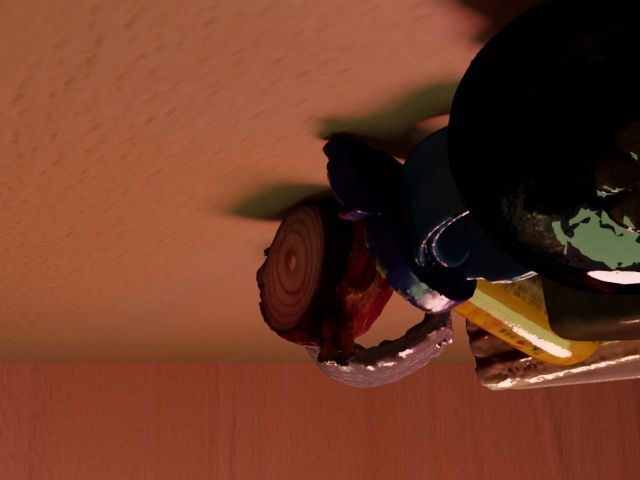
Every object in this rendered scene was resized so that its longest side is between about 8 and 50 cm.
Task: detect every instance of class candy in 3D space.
[{"bbox_3d":[0.418,0.151,1.622,0.320,0.135,0.179,-15,171,22],"label":"candy"}]

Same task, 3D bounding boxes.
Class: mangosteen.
[{"bbox_3d":[0.200,-0.072,0.682,0.243,0.243,0.243,-2,168,0],"label":"mangosteen"}]

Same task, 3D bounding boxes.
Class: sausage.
[{"bbox_3d":[0.215,0.047,1.199,0.347,0.123,0.123,31,156,-17],"label":"sausage"}]

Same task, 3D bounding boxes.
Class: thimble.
[{"bbox_3d":[0.084,0.116,1.493,0.236,0.205,0.172,2,167,3],"label":"thimble"}]

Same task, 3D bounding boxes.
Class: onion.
[{"bbox_3d":[0.019,0.068,1.204,0.140,0.218,0.195,16,127,-34],"label":"onion"}]

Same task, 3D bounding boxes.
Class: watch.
[{"bbox_3d":[0.143,-0.038,0.953,0.200,0.171,0.196,-29,153,34],"label":"watch"}]

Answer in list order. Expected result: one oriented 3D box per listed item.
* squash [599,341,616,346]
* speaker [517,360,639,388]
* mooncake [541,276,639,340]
[{"bbox_3d":[0.371,0.013,1.419,0.233,0.210,0.309,-6,-164,11],"label":"squash"},{"bbox_3d":[0.571,0.200,2.055,0.406,0.183,0.184,-11,170,33],"label":"speaker"},{"bbox_3d":[0.407,-0.004,1.042,0.356,0.194,0.356,-5,171,-1],"label":"mooncake"}]
